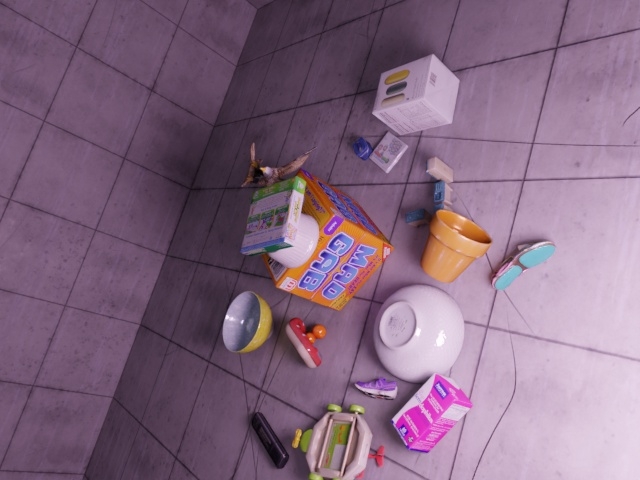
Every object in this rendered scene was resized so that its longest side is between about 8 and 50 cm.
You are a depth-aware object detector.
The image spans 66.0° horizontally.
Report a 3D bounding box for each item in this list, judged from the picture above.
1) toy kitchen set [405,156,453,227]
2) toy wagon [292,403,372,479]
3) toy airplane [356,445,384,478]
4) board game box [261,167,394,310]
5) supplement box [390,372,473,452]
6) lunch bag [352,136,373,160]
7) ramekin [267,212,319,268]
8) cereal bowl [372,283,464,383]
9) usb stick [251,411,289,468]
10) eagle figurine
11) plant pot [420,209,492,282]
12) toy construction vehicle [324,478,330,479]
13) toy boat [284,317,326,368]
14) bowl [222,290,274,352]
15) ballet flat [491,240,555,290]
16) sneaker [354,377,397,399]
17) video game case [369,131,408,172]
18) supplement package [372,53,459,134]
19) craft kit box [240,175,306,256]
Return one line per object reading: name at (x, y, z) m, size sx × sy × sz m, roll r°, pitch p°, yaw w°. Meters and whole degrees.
toy kitchen set at (0.390, -0.175, 1.838) m, size 0.166 × 0.122 × 0.207 m, roll -15°, pitch 59°, yaw 44°
toy wagon at (0.035, 0.726, 1.765) m, size 0.344 × 0.068 × 0.268 m, roll -17°, pitch 44°, yaw 46°
toy airplane at (0.163, 0.731, 1.678) m, size 0.151 × 0.028 × 0.151 m, roll -34°, pitch 37°, yaw 30°
board game box at (0.000, 0.000, 1.998) m, size 0.356 × 0.356 × 0.357 m, roll -51°, pitch 40°, yaw 16°
supplement box at (0.341, 0.532, 1.519) m, size 0.220 × 0.113 × 0.111 m, roll -52°, pitch 39°, yaw 12°
lunch bag at (0.191, -0.415, 2.239) m, size 0.067 × 0.065 × 0.099 m, roll -43°, pitch 43°, yaw 25°
ramekin at (-0.115, -0.013, 1.763) m, size 0.207 × 0.109 × 0.207 m, roll -26°, pitch 51°, yaw 38°
cereal bowl at (0.304, 0.302, 1.665) m, size 0.338 × 0.141 × 0.340 m, roll -24°, pitch 54°, yaw 39°
usb stick at (-0.212, 0.824, 2.043) m, size 0.278 × 0.045 × 0.077 m, roll 36°, pitch 105°, yaw 51°
eagle figurine at (-0.157, -0.251, 1.919) m, size 0.297 × 0.225 × 0.227 m, roll 6°, pitch 117°, yaw 20°
plant pot at (0.430, 0.030, 1.641) m, size 0.188 × 0.205 × 0.205 m, roll -64°, pitch 36°, yaw 25°
toy construction vehicle at (0.039, 0.830, 1.767) m, size 0.098 × 0.035 × 0.086 m, roll -54°, pitch 40°, yaw -1°
toy boat at (-0.044, 0.401, 2.032) m, size 0.151 × 0.151 × 0.231 m, roll -33°, pitch 40°, yaw -10°
bowl at (-0.310, 0.394, 2.296) m, size 0.289 × 0.156 × 0.290 m, roll -26°, pitch 52°, yaw 38°
ballet flat at (0.608, 0.064, 1.510) m, size 0.221 × 0.076 × 0.079 m, roll -45°, pitch 23°, yaw 23°
sneaker at (0.200, 0.517, 1.741) m, size 0.169 × 0.068 × 0.071 m, roll -4°, pitch 52°, yaw 38°
video game case at (0.294, -0.384, 2.143) m, size 0.143 × 0.019 × 0.157 m, roll -53°, pitch 40°, yaw 14°
supplement package at (0.386, -0.582, 2.002) m, size 0.262 × 0.198 × 0.200 m, roll -3°, pitch 69°, yaw 48°
craft kit box at (-0.169, -0.081, 1.732) m, size 0.249 × 0.060 × 0.247 m, roll -12°, pitch 64°, yaw 44°
